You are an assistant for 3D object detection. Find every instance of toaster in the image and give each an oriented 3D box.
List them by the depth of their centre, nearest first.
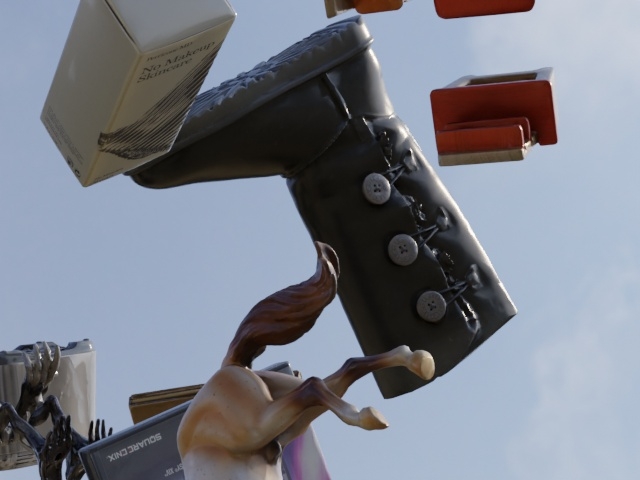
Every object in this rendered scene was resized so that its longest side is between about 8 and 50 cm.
[{"bbox_3d":[-0.376,0.204,2.078,0.129,0.146,0.227,-7,-1,37],"label":"toaster"}]

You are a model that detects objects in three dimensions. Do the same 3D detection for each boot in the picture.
[{"bbox_3d":[0.002,-0.001,2.056,0.367,0.445,0.146,-30,14,-17],"label":"boot"}]

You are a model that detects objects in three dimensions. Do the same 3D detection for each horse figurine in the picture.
[{"bbox_3d":[-0.030,0.137,0.906,0.174,0.263,0.066,-5,-20,38],"label":"horse figurine"}]

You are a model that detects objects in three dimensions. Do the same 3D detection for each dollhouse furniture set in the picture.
[{"bbox_3d":[0.129,-0.200,1.319,0.262,0.259,0.135,-4,13,19],"label":"dollhouse furniture set"}]

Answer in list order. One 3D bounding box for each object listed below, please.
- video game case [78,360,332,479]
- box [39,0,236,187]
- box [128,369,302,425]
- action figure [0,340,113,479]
[{"bbox_3d":[-0.062,0.260,1.350,0.196,0.274,0.026,-22,3,-31],"label":"video game case"},{"bbox_3d":[-0.179,-0.162,1.585,0.113,0.094,0.275,-27,-13,-26],"label":"box"},{"bbox_3d":[-0.081,0.222,1.598,0.164,0.021,0.201,-10,-62,4],"label":"box"},{"bbox_3d":[-0.352,0.167,1.828,0.276,0.141,0.164,23,9,32],"label":"action figure"}]
